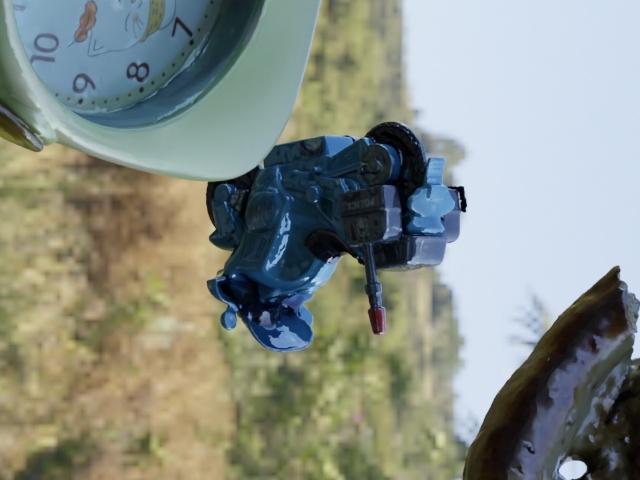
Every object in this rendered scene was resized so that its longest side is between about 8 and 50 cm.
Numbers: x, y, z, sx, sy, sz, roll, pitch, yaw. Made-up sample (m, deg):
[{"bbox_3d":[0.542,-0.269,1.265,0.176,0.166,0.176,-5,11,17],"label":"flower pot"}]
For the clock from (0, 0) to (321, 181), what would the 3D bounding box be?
[{"bbox_3d":[-0.142,-0.194,1.256,0.117,0.348,0.286,20,-80,40],"label":"clock"}]

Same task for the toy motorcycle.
[{"bbox_3d":[0.000,0.000,1.642,0.272,0.123,0.182,-10,-98,43],"label":"toy motorcycle"}]

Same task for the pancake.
[{"bbox_3d":[0.162,0.153,1.205,0.257,0.212,0.056,61,-5,41],"label":"pancake"}]
